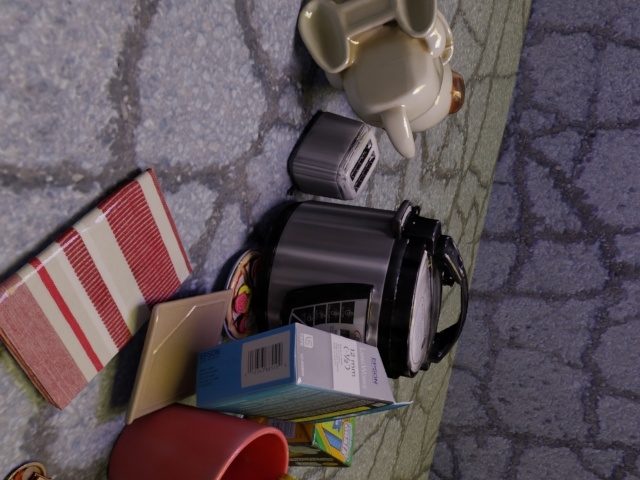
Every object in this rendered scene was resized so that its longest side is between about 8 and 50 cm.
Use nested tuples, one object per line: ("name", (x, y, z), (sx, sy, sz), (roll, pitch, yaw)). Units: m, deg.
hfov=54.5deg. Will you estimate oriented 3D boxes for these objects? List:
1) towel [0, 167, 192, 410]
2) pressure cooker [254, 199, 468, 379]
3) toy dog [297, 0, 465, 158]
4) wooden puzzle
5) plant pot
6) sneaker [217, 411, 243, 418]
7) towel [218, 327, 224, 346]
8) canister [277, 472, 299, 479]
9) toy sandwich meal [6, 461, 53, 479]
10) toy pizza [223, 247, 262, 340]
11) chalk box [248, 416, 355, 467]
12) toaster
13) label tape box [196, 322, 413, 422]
("towel", (-0.341, 0.068, 0.965), (0.329, 0.037, 0.237), (-51, 144, -38))
("pressure cooker", (0.109, 0.102, 1.356), (0.370, 0.421, 0.375), (44, 58, -68))
("toy dog", (0.196, -0.372, 1.388), (0.395, 0.285, 0.408), (66, 19, 10))
("wooden puzzle", (-0.258, 0.199, 1.130), (0.239, 0.044, 0.220), (-11, 121, -65))
("plant pot", (-0.231, 0.428, 1.133), (0.275, 0.243, 0.274), (-38, 136, -50))
("sneaker", (-0.206, 0.366, 1.357), (0.082, 0.069, 0.209), (28, 88, -29))
("towel", (-0.240, 0.209, 1.247), (0.113, 0.023, 0.151), (5, 102, -60))
("canister", (-0.074, 0.533, 1.142), (0.169, 0.073, 0.126), (-57, 149, -26))
("toy sandwich meal", (-0.444, 0.379, 0.943), (0.085, 0.029, 0.085), (-38, 136, -49))
("toy pizza", (-0.148, 0.116, 1.318), (0.201, 0.032, 0.201), (11, 90, -70))
("chalk box", (-0.025, 0.443, 1.509), (0.289, 0.180, 0.179), (51, 38, -51))
("toaster", (0.032, -0.182, 1.402), (0.227, 0.147, 0.129), (-60, 148, -26))
("label tape box", (-0.023, 0.267, 1.181), (0.348, 0.249, 0.115), (23, 54, -46))
